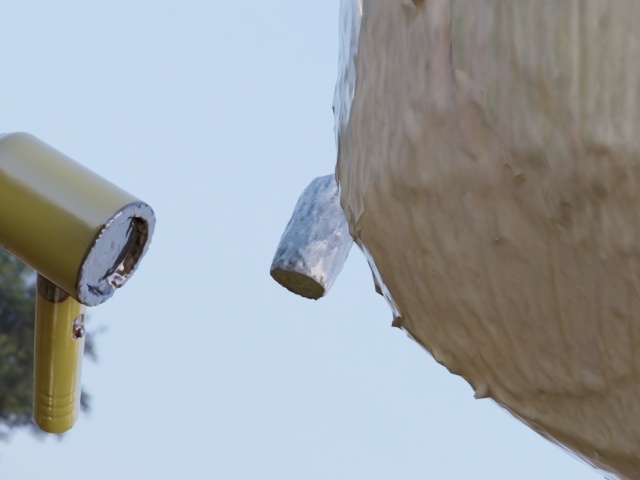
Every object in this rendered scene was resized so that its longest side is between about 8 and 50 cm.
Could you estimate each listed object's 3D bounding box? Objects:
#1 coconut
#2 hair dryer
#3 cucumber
[{"bbox_3d":[0.173,-0.060,0.443,0.346,0.360,0.346,4,14,-1],"label":"coconut"},{"bbox_3d":[-0.221,0.048,1.219,0.135,0.090,0.279,30,-45,19],"label":"hair dryer"},{"bbox_3d":[0.000,-0.001,1.266,0.064,0.112,0.064,13,-40,11],"label":"cucumber"}]
